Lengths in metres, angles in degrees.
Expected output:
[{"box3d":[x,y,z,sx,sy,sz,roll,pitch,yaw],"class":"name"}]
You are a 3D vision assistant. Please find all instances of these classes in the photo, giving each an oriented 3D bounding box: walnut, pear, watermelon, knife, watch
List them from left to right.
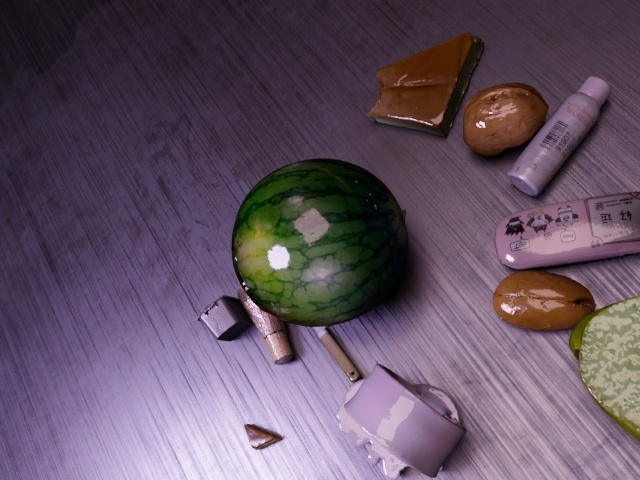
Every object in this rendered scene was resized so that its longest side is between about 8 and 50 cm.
[{"box3d":[0.000,0.000,1.403,0.363,0.363,0.363,-8,68,20],"class":"watermelon"},{"box3d":[0.004,0.182,1.509,0.047,0.017,0.298,-41,57,2],"class":"knife"},{"box3d":[0.128,0.329,1.281,0.244,0.231,0.196,34,89,26],"class":"watch"},{"box3d":[0.379,-0.257,1.455,0.180,0.144,0.144,-16,65,26],"class":"walnut"},{"box3d":[0.555,0.215,1.192,0.292,0.159,0.292,-9,64,19],"class":"pear"}]

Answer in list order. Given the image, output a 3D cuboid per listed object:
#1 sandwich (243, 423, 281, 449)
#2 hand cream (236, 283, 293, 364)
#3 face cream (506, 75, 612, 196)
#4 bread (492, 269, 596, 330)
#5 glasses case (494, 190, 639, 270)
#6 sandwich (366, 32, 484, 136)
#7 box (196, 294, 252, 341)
[{"box3d":[-0.128,0.414,1.466,0.083,0.031,0.044,13,72,28],"class":"sandwich"},{"box3d":[-0.112,0.175,1.527,0.084,0.084,0.203,-30,67,10],"class":"hand cream"},{"box3d":[0.487,-0.215,1.423,0.082,0.082,0.269,37,88,29],"class":"face cream"},{"box3d":[0.419,0.113,1.334,0.189,0.077,0.114,3,68,26],"class":"bread"},{"box3d":[0.493,-0.017,1.349,0.314,0.075,0.122,-9,69,19],"class":"glasses case"},{"box3d":[0.227,-0.371,1.600,0.212,0.063,0.245,17,77,28],"class":"sandwich"},{"box3d":[-0.205,0.174,1.544,0.084,0.122,0.069,-41,73,5],"class":"box"}]
